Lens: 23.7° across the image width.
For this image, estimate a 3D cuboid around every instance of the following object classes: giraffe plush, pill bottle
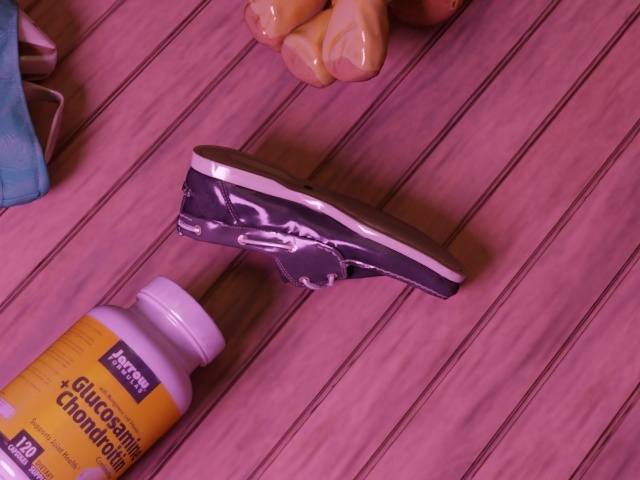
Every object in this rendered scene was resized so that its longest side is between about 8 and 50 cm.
[{"bbox_3d":[0.056,-0.235,1.260,0.170,0.210,0.181,-11,42,-40],"label":"giraffe plush"},{"bbox_3d":[-0.159,0.112,1.097,0.103,0.103,0.184,38,70,23],"label":"pill bottle"}]

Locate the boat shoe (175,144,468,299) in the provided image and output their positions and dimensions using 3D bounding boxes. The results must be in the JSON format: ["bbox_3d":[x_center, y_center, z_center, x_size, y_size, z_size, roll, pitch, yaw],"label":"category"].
[{"bbox_3d":[0.000,0.000,1.177,0.233,0.084,0.079,21,102,8],"label":"boat shoe"}]

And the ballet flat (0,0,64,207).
[{"bbox_3d":[-0.259,-0.130,1.268,0.087,0.083,0.247,3,58,-22],"label":"ballet flat"}]
